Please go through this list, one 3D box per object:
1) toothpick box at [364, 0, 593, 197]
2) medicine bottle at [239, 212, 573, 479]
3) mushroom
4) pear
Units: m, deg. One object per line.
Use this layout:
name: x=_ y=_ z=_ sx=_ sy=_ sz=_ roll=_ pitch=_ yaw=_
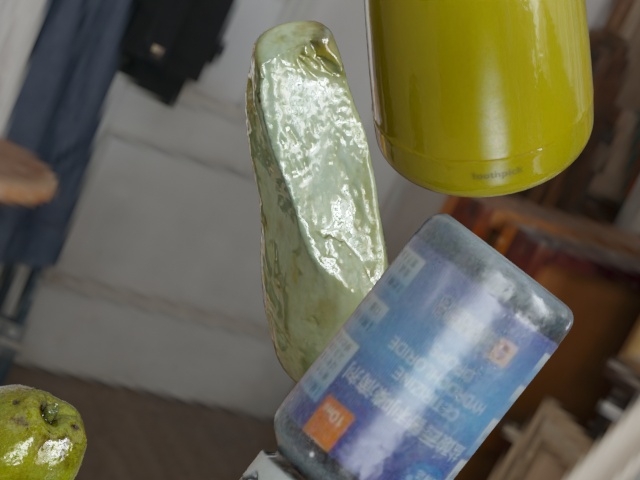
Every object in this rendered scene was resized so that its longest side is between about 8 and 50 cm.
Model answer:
toothpick box: x=0.115 y=-0.185 z=1.381 sx=0.175 sy=0.271 sz=0.175 roll=-6 pitch=37 yaw=4
medicine bottle: x=0.022 y=0.088 z=0.817 sx=0.083 sy=0.203 sz=0.083 roll=37 pitch=5 yaw=-4
mushroom: x=0.002 y=0.003 z=1.193 sx=0.087 sy=0.333 sz=0.107 roll=-25 pitch=54 yaw=-16
pear: x=-0.246 y=0.168 z=1.445 sx=0.107 sy=0.131 sz=0.107 roll=37 pitch=22 yaw=-17
